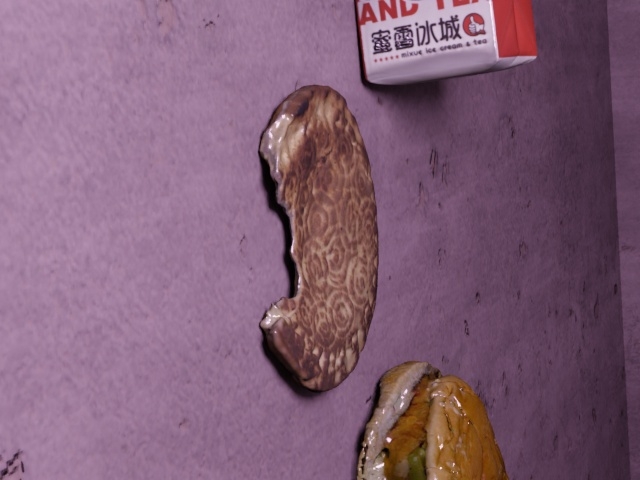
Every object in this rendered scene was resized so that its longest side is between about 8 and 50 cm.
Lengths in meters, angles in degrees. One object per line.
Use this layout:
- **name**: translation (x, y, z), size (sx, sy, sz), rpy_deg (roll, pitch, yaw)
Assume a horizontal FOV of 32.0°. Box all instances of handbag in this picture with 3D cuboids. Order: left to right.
- **handbag**: translation (0.125, -0.325, 1.220), size (0.151, 0.171, 0.298), rpy_deg (-21, 104, -60)

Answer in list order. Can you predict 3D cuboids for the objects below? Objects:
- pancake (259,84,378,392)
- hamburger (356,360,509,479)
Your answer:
- **pancake**: translation (0.000, 0.000, 1.088), size (0.286, 0.033, 0.288), rpy_deg (-62, 142, -44)
- **hamburger**: translation (0.141, 0.286, 1.254), size (0.265, 0.134, 0.284), rpy_deg (-62, 144, -43)
